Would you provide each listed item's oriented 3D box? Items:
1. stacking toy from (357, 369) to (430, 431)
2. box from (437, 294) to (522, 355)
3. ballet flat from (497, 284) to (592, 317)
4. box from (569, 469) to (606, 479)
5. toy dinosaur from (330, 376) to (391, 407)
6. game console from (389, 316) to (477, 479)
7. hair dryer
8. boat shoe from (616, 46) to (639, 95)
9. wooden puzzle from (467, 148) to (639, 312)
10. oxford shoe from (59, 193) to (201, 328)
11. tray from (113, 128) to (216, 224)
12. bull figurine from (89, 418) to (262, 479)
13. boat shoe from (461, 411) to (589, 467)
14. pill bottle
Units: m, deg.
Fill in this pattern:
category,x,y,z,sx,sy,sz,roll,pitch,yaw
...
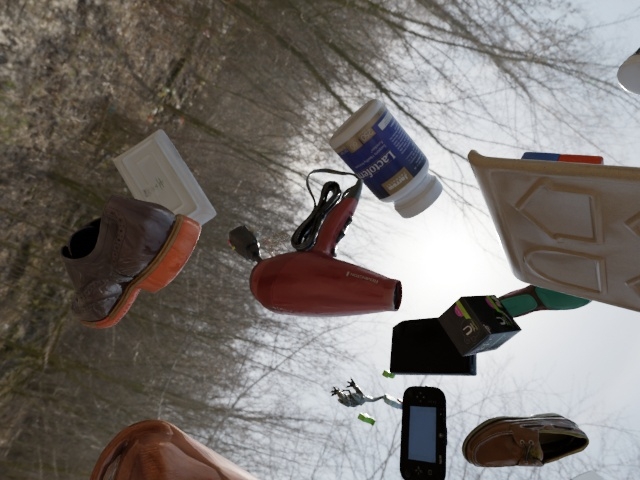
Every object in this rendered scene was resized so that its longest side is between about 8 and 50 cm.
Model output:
category,x,y,z,sx,sy,sz,roll,pitch,yaw
stacking toy,0.239,0.493,1.272,0.167,0.221,0.052,-63,-160,0
box,0.212,0.111,0.570,0.052,0.083,0.062,-56,-133,34
ballet flat,0.480,0.115,0.921,0.079,0.077,0.221,-32,179,-36
box,0.499,0.583,0.815,0.127,0.148,0.232,36,-77,47
toy dinosaur,0.111,0.501,1.392,0.118,0.268,0.064,18,-89,42
game console,0.248,0.351,0.966,0.213,0.044,0.361,-17,-124,42
hair dryer,0.000,0.000,0.561,0.223,0.080,0.293,-38,-134,-4
boat shoe,0.689,-0.280,0.730,0.102,0.108,0.301,-48,-132,-3
wooden puzzle,0.395,-0.005,0.565,0.348,0.322,0.080,22,-109,44
oxford shoe,-0.242,0.024,0.486,0.271,0.098,0.097,-32,-143,38
tray,-0.371,-0.129,0.996,0.145,0.270,0.030,-35,167,-2
bull figurine,-0.062,0.279,0.349,0.188,0.310,0.101,-59,-170,-27
boat shoe,0.512,0.502,1.067,0.104,0.307,0.110,-175,-107,-80
pill bottle,0.159,-0.185,1.009,0.153,0.265,0.153,-41,-164,14
